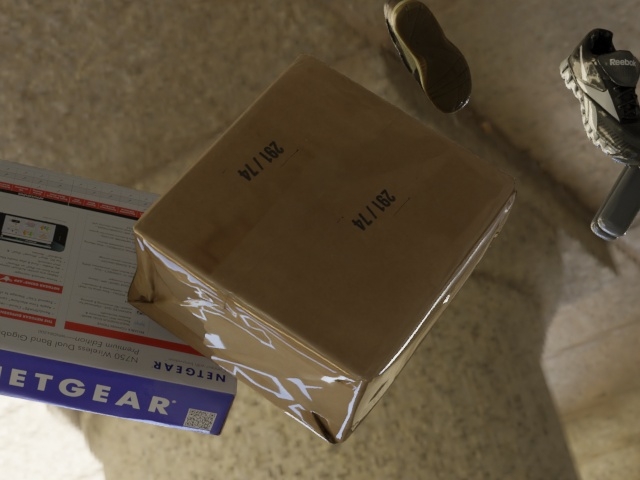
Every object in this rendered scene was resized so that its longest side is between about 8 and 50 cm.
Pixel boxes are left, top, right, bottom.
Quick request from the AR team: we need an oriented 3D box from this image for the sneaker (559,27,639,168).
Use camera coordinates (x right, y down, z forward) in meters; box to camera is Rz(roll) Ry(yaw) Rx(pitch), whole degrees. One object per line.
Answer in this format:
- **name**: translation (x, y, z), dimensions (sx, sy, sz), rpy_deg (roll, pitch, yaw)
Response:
- **sneaker**: translation (0.406, -0.206, 1.702), dimensions (0.078, 0.234, 0.106), rpy_deg (0, 138, -21)

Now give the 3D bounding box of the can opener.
- **can opener**: translation (0.488, -0.115, 1.754), dimensions (0.280, 0.093, 0.074), rpy_deg (-53, 175, -10)

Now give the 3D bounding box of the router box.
- **router box**: translation (-0.261, 0.060, 1.457), dimensions (0.335, 0.301, 0.082), rpy_deg (13, 132, -11)

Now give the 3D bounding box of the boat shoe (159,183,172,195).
- **boat shoe**: translation (-0.025, -0.010, 2.005), dimensions (0.500, 0.187, 0.156), rpy_deg (17, 127, -25)

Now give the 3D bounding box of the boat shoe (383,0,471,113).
- **boat shoe**: translation (0.113, -0.198, 1.291), dimensions (0.056, 0.049, 0.152), rpy_deg (-33, 130, -1)

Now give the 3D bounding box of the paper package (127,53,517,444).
- **paper package**: translation (0.000, 0.000, 1.346), dimensions (0.325, 0.309, 0.168), rpy_deg (-51, 168, -30)
